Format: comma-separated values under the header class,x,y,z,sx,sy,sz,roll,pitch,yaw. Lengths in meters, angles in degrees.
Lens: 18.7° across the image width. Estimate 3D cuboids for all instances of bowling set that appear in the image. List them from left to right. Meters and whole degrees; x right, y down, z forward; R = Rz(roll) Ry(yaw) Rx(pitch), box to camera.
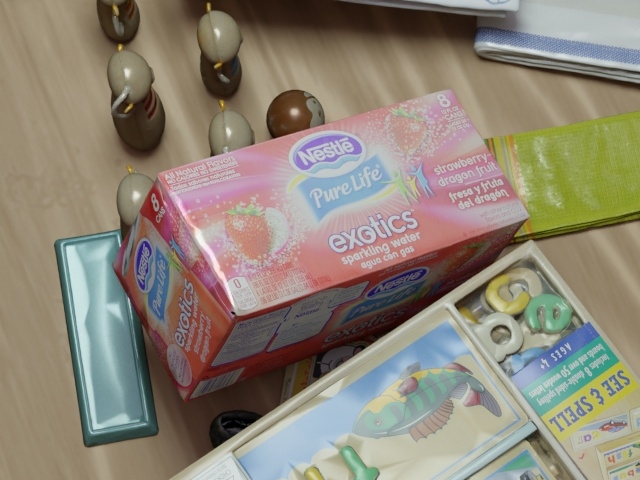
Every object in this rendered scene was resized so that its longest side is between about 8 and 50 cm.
class,x,y,z,sx,sy,sz,roll,pitch,yaw
bowling set,-0.099,-0.132,1.710,0.199,0.154,0.287,-11,75,-4

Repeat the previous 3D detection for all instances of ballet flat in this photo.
class,x,y,z,sx,sy,sz,roll,pitch,yaw
ballet flat,-0.015,0.191,1.673,0.173,0.049,0.057,17,75,4

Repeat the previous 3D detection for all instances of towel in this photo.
class,x,y,z,sx,sy,sz,roll,pitch,yaw
towel,0.214,-0.057,1.762,0.237,0.021,0.102,-11,75,-4
towel,0.263,-0.284,1.823,0.209,0.034,0.285,8,72,4

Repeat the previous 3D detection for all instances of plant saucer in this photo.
class,x,y,z,sx,sy,sz,roll,pitch,yaw
plant saucer,-0.191,0.083,1.719,0.067,0.018,0.192,-10,75,-3

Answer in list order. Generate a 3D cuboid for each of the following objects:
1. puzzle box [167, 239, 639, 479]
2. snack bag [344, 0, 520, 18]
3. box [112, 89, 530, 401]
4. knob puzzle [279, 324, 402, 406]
class,x,y,z,sx,sy,sz,roll,pitch,yaw
puzzle box,0.088,0.216,1.565,0.409,0.052,0.272,-33,76,-13
snack bag,0.023,-0.362,1.786,0.323,0.037,0.343,6,61,-7
box,0.000,0.000,1.611,0.300,0.154,0.142,-18,68,-30
knob puzzle,0.071,0.093,1.713,0.213,0.030,0.213,0,73,-1
